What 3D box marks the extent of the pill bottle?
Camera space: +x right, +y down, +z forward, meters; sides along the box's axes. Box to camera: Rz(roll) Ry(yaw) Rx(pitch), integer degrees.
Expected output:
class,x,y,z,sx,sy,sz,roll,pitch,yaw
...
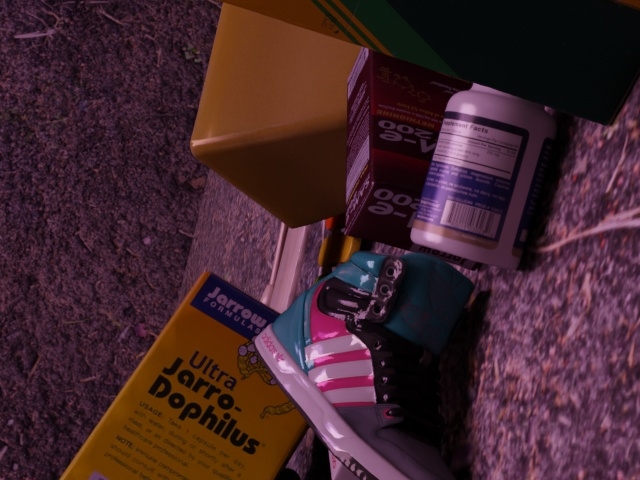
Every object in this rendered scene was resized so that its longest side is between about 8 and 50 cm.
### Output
class,x,y,z,sx,sy,sz,roll,pitch,yaw
pill bottle,0.140,-0.068,1.089,0.094,0.094,0.169,-155,81,-78

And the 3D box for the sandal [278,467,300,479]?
class,x,y,z,sx,sy,sz,roll,pitch,yaw
sandal,-0.060,0.335,1.615,0.180,0.049,0.072,-54,9,45

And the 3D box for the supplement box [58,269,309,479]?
class,x,y,z,sx,sy,sz,roll,pitch,yaw
supplement box,-0.150,0.250,1.480,0.356,0.195,0.194,-57,-4,-28

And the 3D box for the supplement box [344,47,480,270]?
class,x,y,z,sx,sy,sz,roll,pitch,yaw
supplement box,0.094,-0.091,1.245,0.239,0.130,0.073,-89,19,-47

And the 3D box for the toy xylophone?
class,x,y,z,sx,sy,sz,roll,pitch,yaw
toy xylophone,0.000,0.000,1.684,0.236,0.081,0.323,-163,88,-78

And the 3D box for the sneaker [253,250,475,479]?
class,x,y,z,sx,sy,sz,roll,pitch,yaw
sneaker,0.075,0.106,1.133,0.178,0.124,0.295,-50,43,4

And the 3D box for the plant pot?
class,x,y,z,sx,sy,sz,roll,pitch,yaw
plant pot,0.008,-0.154,1.485,0.187,0.212,0.212,-4,64,34

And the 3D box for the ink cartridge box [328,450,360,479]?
class,x,y,z,sx,sy,sz,roll,pitch,yaw
ink cartridge box,0.054,0.163,1.290,0.099,0.056,0.135,-99,27,-61

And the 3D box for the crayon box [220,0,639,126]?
class,x,y,z,sx,sy,sz,roll,pitch,yaw
crayon box,0.082,-0.267,1.071,0.363,0.313,0.106,-91,20,-54
